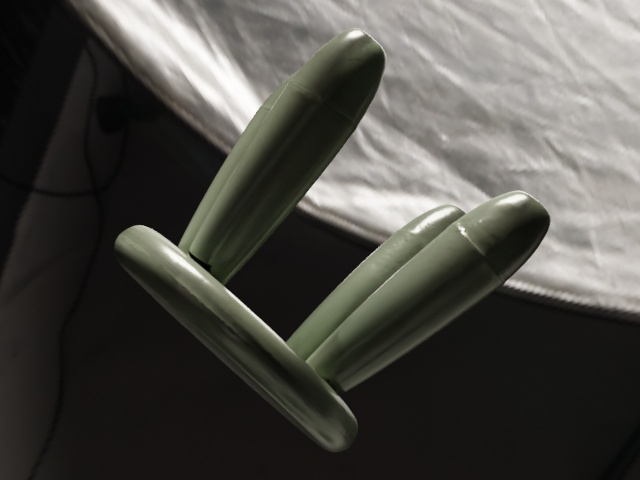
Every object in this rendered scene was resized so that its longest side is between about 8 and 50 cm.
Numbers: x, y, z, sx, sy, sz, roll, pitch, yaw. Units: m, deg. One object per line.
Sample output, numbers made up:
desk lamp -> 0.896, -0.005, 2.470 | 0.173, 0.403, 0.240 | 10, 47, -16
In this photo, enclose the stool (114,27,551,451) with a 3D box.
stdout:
stool -> 0.000, 0.000, 0.787 | 0.198, 0.195, 0.195 | -49, 8, -7
